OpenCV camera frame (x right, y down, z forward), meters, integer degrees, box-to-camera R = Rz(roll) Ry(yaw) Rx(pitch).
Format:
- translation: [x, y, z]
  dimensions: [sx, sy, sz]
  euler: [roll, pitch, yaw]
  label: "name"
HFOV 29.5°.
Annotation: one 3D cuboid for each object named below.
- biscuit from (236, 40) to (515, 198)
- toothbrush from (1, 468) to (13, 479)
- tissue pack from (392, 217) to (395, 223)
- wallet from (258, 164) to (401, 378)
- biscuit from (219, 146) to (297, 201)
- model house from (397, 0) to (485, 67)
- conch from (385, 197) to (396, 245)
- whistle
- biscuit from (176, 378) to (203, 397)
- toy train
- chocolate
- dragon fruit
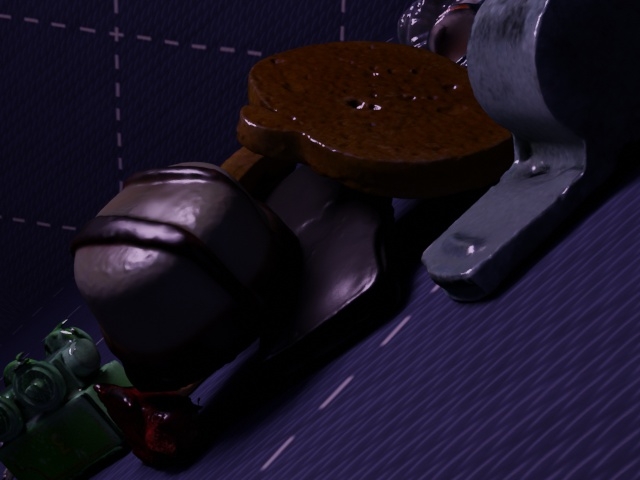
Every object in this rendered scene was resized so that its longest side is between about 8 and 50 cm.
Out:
- translation: [0.062, -0.152, 1.543]
  dimensions: [0.350, 0.070, 0.394]
  euler: [-12, 33, -19]
  label: "biscuit"
- translation: [-0.526, 0.358, 2.182]
  dimensions: [0.028, 0.026, 0.294]
  euler: [-22, 16, 12]
  label: "toothbrush"
- translation: [0.003, 0.008, 1.650]
  dimensions: [0.169, 0.082, 0.120]
  euler: [-47, 16, -28]
  label: "tissue pack"
- translation: [0.000, 0.000, 1.503]
  dimensions: [0.197, 0.051, 0.378]
  euler: [-35, 31, 18]
  label: "wallet"
- translation: [-0.124, 0.005, 1.780]
  dimensions: [0.314, 0.063, 0.367]
  euler: [-38, -24, -46]
  label: "biscuit"
- translation: [0.237, -0.284, 1.718]
  dimensions: [0.271, 0.190, 0.301]
  euler: [-34, 15, 22]
  label: "model house"
- translation: [0.052, -0.015, 1.557]
  dimensions: [0.065, 0.088, 0.180]
  euler: [100, -166, -56]
  label: "conch"
- translation: [0.246, -0.120, 1.242]
  dimensions: [0.168, 0.188, 0.405]
  euler: [-156, 82, -72]
  label: "whistle"
- translation: [-0.138, 0.140, 1.747]
  dimensions: [0.236, 0.040, 0.144]
  euler: [-43, 17, -1]
  label: "biscuit"
- translation: [-0.375, 0.241, 1.730]
  dimensions: [0.243, 0.188, 0.132]
  euler: [-33, 10, 29]
  label: "toy train"
- translation: [-0.179, 0.020, 1.454]
  dimensions: [0.283, 0.186, 0.284]
  euler: [-31, 28, 18]
  label: "chocolate"
- translation: [-0.197, 0.205, 1.492]
  dimensions: [0.092, 0.122, 0.192]
  euler: [-35, 8, -21]
  label: "dragon fruit"
